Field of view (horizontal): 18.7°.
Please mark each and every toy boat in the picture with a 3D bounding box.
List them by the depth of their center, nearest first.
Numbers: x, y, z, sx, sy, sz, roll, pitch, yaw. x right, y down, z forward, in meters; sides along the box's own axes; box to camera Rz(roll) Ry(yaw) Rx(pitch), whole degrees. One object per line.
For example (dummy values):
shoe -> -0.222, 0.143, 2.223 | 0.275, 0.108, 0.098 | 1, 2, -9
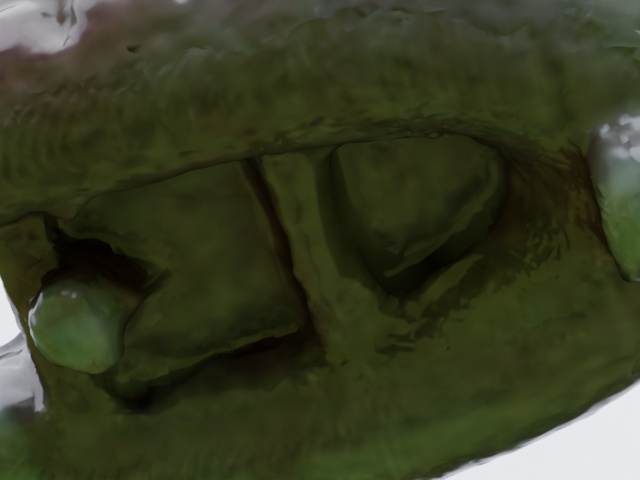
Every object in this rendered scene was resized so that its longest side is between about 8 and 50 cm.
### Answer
toy boat -> 0.000, 0.000, 0.445 | 0.227, 0.085, 0.155 | -16, -62, 2
